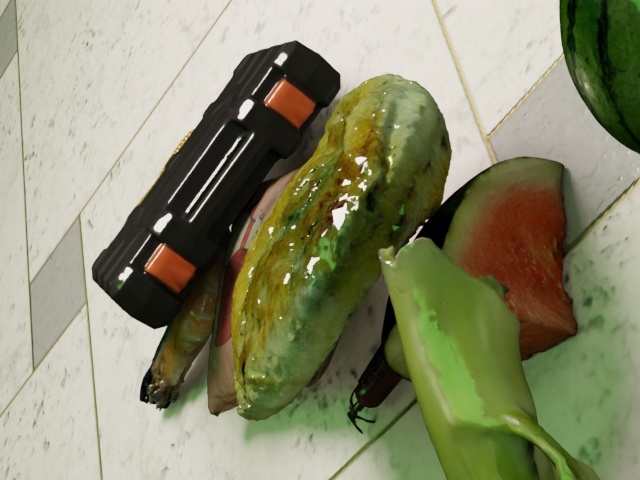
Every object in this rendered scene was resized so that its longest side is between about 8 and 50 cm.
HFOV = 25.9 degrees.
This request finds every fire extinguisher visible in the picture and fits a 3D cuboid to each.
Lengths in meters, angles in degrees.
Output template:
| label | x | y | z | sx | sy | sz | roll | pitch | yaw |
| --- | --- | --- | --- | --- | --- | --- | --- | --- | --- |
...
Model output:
| label | x | y | z | sx | sy | sz | roll | pitch | yaw |
| --- | --- | --- | --- | --- | --- | --- | --- | --- | --- |
| fire extinguisher | 0.046 | 0.105 | 1.118 | 0.100 | 0.032 | 0.046 | -51 | 47 | 20 |

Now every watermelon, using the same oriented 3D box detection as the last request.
| label | x | y | z | sx | sy | sz | roll | pitch | yaw |
| --- | --- | --- | --- | --- | --- | --- | --- | --- | --- |
| watermelon | 0.111 | 0.013 | 0.994 | 0.193 | 0.137 | 0.145 | 79 | -170 | -65 |
| watermelon | 0.231 | -0.122 | 0.804 | 0.188 | 0.188 | 0.215 | 26 | 127 | 59 |

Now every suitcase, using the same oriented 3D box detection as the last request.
| label | x | y | z | sx | sy | sz | roll | pitch | yaw |
| --- | --- | --- | --- | --- | --- | --- | --- | --- | --- |
| suitcase | -0.104 | -0.055 | 1.295 | 0.285 | 0.066 | 0.206 | -54 | 15 | -5 |

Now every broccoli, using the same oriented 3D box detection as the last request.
| label | x | y | z | sx | sy | sz | roll | pitch | yaw |
| --- | --- | --- | --- | --- | --- | --- | --- | --- | --- |
| broccoli | 0.142 | 0.176 | 0.804 | 0.254 | 0.186 | 0.302 | 81 | -176 | -57 |

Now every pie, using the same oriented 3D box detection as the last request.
| label | x | y | z | sx | sy | sz | roll | pitch | yaw |
| --- | --- | --- | --- | --- | --- | --- | --- | --- | --- |
| pie | 0.000 | 0.000 | 1.014 | 0.277 | 0.078 | 0.277 | -54 | 11 | 16 |

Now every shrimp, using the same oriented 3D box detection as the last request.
| label | x | y | z | sx | sy | sz | roll | pitch | yaw |
| --- | --- | --- | --- | --- | --- | --- | --- | --- | --- |
| shrimp | -0.140 | 0.066 | 1.411 | 0.152 | 0.046 | 0.219 | -107 | 37 | -55 |

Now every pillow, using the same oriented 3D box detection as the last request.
| label | x | y | z | sx | sy | sz | roll | pitch | yaw |
| --- | --- | --- | --- | --- | --- | --- | --- | --- | --- |
| pillow | -0.033 | 0.035 | 1.229 | 0.223 | 0.084 | 0.236 | -27 | 46 | 57 |

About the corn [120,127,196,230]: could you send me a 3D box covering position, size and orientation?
| label | x | y | z | sx | sy | sz | roll | pitch | yaw |
| --- | --- | --- | --- | --- | --- | --- | --- | --- | --- |
| corn | -0.151 | -0.045 | 1.480 | 0.207 | 0.068 | 0.068 | -51 | 37 | 34 |
